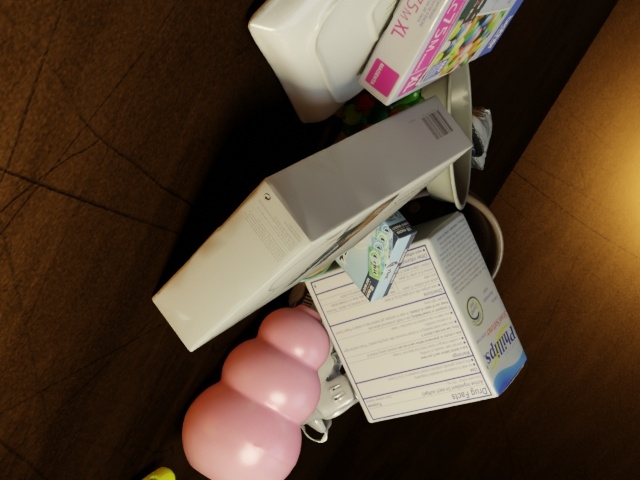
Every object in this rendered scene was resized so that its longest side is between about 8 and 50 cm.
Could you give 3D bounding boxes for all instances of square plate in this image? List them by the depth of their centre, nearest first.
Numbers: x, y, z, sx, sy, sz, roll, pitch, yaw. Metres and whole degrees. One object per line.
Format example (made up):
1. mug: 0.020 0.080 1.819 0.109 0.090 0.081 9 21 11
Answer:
1. square plate: 0.082 -0.301 1.150 0.347 0.049 0.344 -46 165 -2

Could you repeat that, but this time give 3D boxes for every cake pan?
1. cake pan: 0.214 -0.198 1.648 0.293 0.054 0.293 1 90 -75

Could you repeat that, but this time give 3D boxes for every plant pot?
1. plant pot: 0.196 -0.021 1.882 0.263 0.263 0.229 -60 -163 19

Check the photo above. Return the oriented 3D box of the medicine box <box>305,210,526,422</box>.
1. medicine box: 0.162 0.135 1.660 0.263 0.289 0.149 -20 -172 37

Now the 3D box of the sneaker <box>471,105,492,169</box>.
1. sneaker: 0.320 -0.242 2.118 0.297 0.111 0.129 28 81 -80

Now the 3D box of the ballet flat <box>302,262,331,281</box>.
1. ballet flat: 0.000 0.000 1.662 0.232 0.080 0.073 -37 129 -59

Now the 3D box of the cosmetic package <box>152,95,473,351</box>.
1. cosmetic package: -0.004 -0.028 1.265 0.377 0.097 0.284 -31 174 -47

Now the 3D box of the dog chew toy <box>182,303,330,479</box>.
1. dog chew toy: -0.096 0.263 1.680 0.332 0.206 0.206 -62 167 -10

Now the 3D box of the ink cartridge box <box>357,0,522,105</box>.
1. ink cartridge box: 0.190 -0.299 1.253 0.311 0.065 0.186 -36 163 -44

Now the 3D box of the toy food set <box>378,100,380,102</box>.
1. toy food set: 0.108 -0.211 1.600 0.083 0.020 0.083 -37 157 -53

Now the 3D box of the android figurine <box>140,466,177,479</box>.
1. android figurine: -0.333 0.498 1.702 0.248 0.056 0.273 -60 164 17

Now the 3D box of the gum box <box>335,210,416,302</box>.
1. gum box: 0.059 -0.020 1.532 0.041 0.184 0.157 -21 149 -33

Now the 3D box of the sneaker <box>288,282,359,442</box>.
1. sneaker: 0.015 0.193 1.826 0.366 0.210 0.137 -56 166 4

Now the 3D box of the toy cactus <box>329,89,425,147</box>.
1. toy cactus: 0.070 -0.179 1.435 0.180 0.112 0.219 -42 178 33
